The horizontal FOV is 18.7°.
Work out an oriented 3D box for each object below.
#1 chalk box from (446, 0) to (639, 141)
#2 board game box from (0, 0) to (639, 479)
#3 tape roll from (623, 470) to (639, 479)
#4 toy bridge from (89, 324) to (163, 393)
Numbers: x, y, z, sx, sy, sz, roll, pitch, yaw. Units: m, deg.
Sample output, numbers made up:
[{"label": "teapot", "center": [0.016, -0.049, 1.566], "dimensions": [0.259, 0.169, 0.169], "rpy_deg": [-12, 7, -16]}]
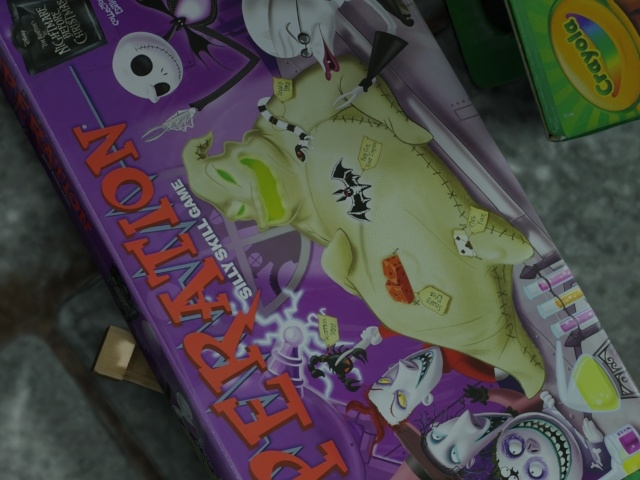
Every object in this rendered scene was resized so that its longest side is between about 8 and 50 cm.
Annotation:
[{"label": "chalk box", "center": [0.185, -0.159, 0.969], "dimensions": [0.289, 0.179, 0.180], "rpy_deg": [-18, 90, 25]}, {"label": "board game box", "center": [0.000, 0.000, 0.956], "dimensions": [0.208, 0.056, 0.347], "rpy_deg": [-27, 80, -18]}, {"label": "tape roll", "center": [0.144, 0.279, 1.004], "dimensions": [0.321, 0.077, 0.321], "rpy_deg": [2, 84, -15]}, {"label": "toy bridge", "center": [-0.024, 0.084, 0.980], "dimensions": [0.188, 0.063, 0.026], "rpy_deg": [18, 80, -9]}]
